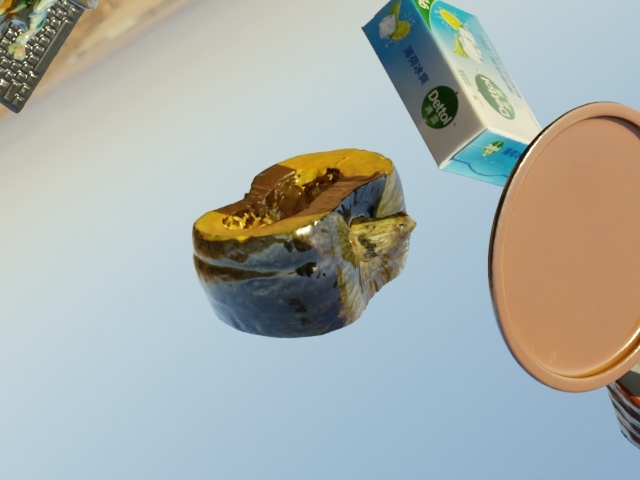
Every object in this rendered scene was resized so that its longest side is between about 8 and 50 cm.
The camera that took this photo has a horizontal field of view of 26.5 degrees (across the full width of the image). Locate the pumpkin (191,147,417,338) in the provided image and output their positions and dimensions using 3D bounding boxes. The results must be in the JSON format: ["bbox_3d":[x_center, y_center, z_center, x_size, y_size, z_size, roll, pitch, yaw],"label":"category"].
[{"bbox_3d":[0.000,0.000,1.544,0.222,0.139,0.317,5,-160,24],"label":"pumpkin"}]

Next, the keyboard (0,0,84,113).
[{"bbox_3d":[-0.342,-0.316,1.725,0.309,0.101,0.018,-59,-149,-7],"label":"keyboard"}]

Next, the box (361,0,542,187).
[{"bbox_3d":[0.144,-0.159,1.423,0.073,0.194,0.139,-40,151,27],"label":"box"}]

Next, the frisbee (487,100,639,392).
[{"bbox_3d":[0.231,0.006,1.165,0.251,0.251,0.021,-38,-151,-29],"label":"frisbee"}]

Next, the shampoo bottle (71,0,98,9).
[{"bbox_3d":[-0.148,-0.378,1.279,0.350,0.084,0.125,-56,-136,10],"label":"shampoo bottle"}]

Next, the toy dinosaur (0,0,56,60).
[{"bbox_3d":[-0.258,-0.214,1.223,0.106,0.044,0.187,-48,-169,23],"label":"toy dinosaur"}]

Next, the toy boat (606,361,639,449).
[{"bbox_3d":[0.383,0.096,1.574,0.072,0.318,0.219,-3,178,-20],"label":"toy boat"}]
